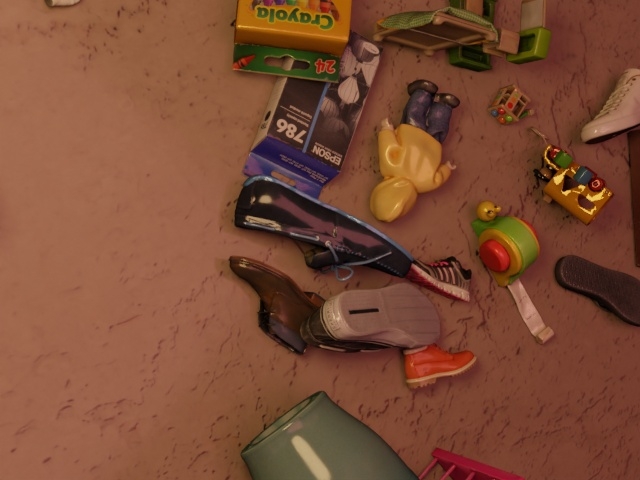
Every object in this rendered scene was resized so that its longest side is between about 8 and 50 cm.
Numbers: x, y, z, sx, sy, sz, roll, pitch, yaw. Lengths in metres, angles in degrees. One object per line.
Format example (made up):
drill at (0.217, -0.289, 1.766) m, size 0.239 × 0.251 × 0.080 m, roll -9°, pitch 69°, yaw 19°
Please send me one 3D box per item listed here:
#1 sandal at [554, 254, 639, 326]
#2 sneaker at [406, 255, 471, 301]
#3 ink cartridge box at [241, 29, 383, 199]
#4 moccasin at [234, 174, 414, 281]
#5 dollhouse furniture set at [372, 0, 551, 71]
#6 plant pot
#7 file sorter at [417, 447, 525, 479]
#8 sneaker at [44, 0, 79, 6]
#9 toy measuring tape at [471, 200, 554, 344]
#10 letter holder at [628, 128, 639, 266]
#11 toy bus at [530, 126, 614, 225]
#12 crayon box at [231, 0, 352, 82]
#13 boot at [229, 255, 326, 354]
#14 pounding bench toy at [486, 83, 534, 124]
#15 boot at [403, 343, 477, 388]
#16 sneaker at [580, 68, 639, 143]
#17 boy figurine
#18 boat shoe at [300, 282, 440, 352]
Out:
sandal at (0.607, 0.103, 2.095) m, size 0.254 × 0.054 × 0.097 m, roll 29°, pitch 68°, yaw -12°
sneaker at (0.230, 0.059, 1.905) m, size 0.170 × 0.063 × 0.075 m, roll 25°, pitch 77°, yaw -27°
ink cartridge box at (-0.011, -0.241, 1.807) m, size 0.165 × 0.065 × 0.333 m, roll 24°, pitch 78°, yaw -23°
moccasin at (0.000, 0.000, 1.776) m, size 0.342 × 0.138 × 0.117 m, roll 25°, pitch 81°, yaw -8°
dollhouse furniture set at (0.266, -0.434, 1.852) m, size 0.301 × 0.197 × 0.151 m, roll 7°, pitch 86°, yaw -35°
plant pot at (0.005, 0.410, 1.679) m, size 0.271 × 0.271 × 0.255 m, roll -37°, pitch 88°, yaw -23°
file sorter at (0.286, 0.534, 1.780) m, size 0.182 × 0.290 × 0.202 m, roll -45°, pitch 106°, yaw -18°
sneaker at (-0.431, -0.463, 1.628) m, size 0.061 × 0.053 × 0.152 m, roll -7°, pitch 96°, yaw -35°
toy measuring tape at (0.406, 0.064, 1.960) m, size 0.121 × 0.121 × 0.330 m, roll -34°, pitch 102°, yaw -23°
letter holder at (0.799, -0.099, 2.102) m, size 0.152 × 0.214 × 0.302 m, roll -2°, pitch 88°, yaw -26°
toy bus at (0.504, -0.118, 2.019) m, size 0.191 × 0.202 × 0.104 m, roll 30°, pitch 105°, yaw -28°
crayon box at (-0.044, -0.451, 1.746) m, size 0.202 × 0.081 × 0.319 m, roll 5°, pitch 79°, yaw -7°
boot at (-0.085, 0.114, 1.739) m, size 0.219 × 0.082 × 0.106 m, roll 32°, pitch 72°, yaw -23°
pounding bench toy at (0.394, -0.265, 2.007) m, size 0.083 × 0.052 × 0.065 m, roll 39°, pitch 72°, yaw -19°
boot at (0.231, 0.226, 1.899) m, size 0.158 × 0.059 × 0.085 m, roll -13°, pitch 88°, yaw -25°
sneaker at (0.647, -0.295, 2.114) m, size 0.290 × 0.106 × 0.123 m, roll -25°, pitch 88°, yaw -33°
boy figurine at (0.180, -0.157, 1.878) m, size 0.177 × 0.092 × 0.285 m, roll 25°, pitch 77°, yaw -23°
boat shoe at (0.092, 0.144, 1.796) m, size 0.335 × 0.119 × 0.121 m, roll 11°, pitch 63°, yaw -49°
